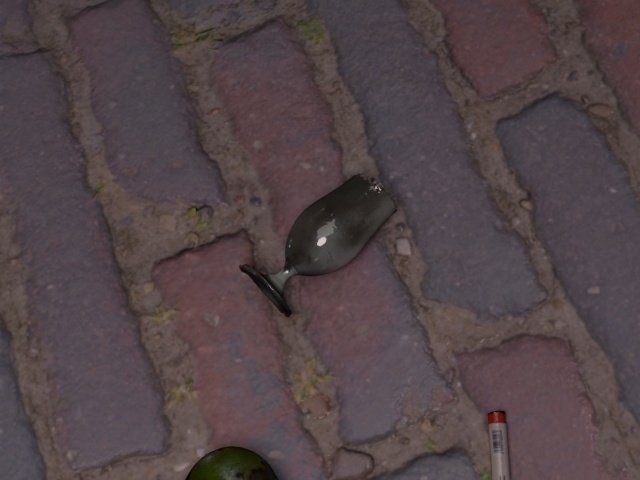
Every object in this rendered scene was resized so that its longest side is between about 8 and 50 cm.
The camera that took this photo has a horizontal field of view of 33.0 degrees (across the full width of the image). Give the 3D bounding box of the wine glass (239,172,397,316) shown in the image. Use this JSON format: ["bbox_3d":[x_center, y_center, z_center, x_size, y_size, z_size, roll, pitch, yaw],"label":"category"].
[{"bbox_3d":[0.000,0.000,1.516,0.222,0.103,0.103,-42,68,-12],"label":"wine glass"}]

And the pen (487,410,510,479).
[{"bbox_3d":[0.233,0.327,1.386,0.026,0.026,0.218,-3,67,6],"label":"pen"}]

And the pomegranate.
[{"bbox_3d":[-0.118,0.335,1.345,0.149,0.169,0.148,5,106,19],"label":"pomegranate"}]
